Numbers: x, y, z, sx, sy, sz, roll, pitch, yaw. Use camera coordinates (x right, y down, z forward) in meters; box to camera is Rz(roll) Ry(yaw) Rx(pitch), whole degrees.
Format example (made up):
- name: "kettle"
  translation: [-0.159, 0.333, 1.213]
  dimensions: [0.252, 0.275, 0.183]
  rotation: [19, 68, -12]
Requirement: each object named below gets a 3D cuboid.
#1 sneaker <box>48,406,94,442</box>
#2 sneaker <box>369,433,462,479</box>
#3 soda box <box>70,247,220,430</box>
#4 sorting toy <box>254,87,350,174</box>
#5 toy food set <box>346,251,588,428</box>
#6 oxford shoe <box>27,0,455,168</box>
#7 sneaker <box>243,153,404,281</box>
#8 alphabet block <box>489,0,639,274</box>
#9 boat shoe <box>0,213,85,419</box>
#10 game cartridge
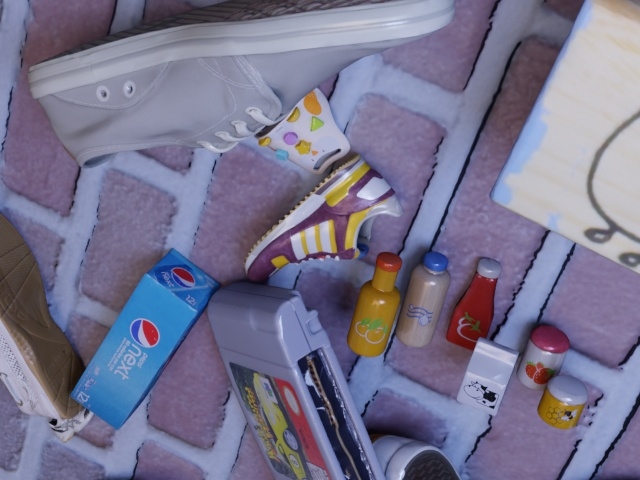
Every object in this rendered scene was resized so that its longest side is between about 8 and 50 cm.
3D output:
- name: "sneaker"
  translation: [-0.302, 0.215, 1.331]
  dimensions: [0.037, 0.032, 0.083]
  rotation: [47, 121, -5]
- name: "sneaker"
  translation: [0.127, 0.318, 1.196]
  dimensions: [0.123, 0.106, 0.290]
  rotation: [12, 134, 55]
- name: "soda box"
  translation: [-0.197, 0.113, 1.221]
  dimensions: [0.071, 0.067, 0.210]
  rotation: [36, 122, 1]
- name: "sorting toy"
  translation: [-0.013, -0.099, 1.072]
  dimensions: [0.075, 0.045, 0.083]
  rotation: [37, 124, -22]
- name: "toy food set"
  translation: [0.153, 0.082, 1.044]
  dimensions: [0.232, 0.111, 0.104]
  rotation: [21, 120, 14]
- name: "oxford shoe"
  translation: [-0.076, -0.151, 0.995]
  dimensions: [0.449, 0.169, 0.130]
  rotation: [-8, 108, 32]
- name: "sneaker"
  translation: [0.000, 0.000, 1.090]
  dimensions: [0.084, 0.069, 0.185]
  rotation: [47, 122, 1]
- name: "alphabet block"
  translation: [0.273, -0.096, 0.868]
  dimensions: [0.197, 0.193, 0.192]
  rotation: [26, 122, 8]
- name: "boat shoe"
  translation: [-0.368, 0.092, 1.260]
  dimensions: [0.096, 0.098, 0.277]
  rotation: [-10, 111, 24]
- name: "game cartridge"
  translation: [-0.021, 0.185, 1.137]
  dimensions: [0.196, 0.060, 0.294]
  rotation: [7, 121, 65]
